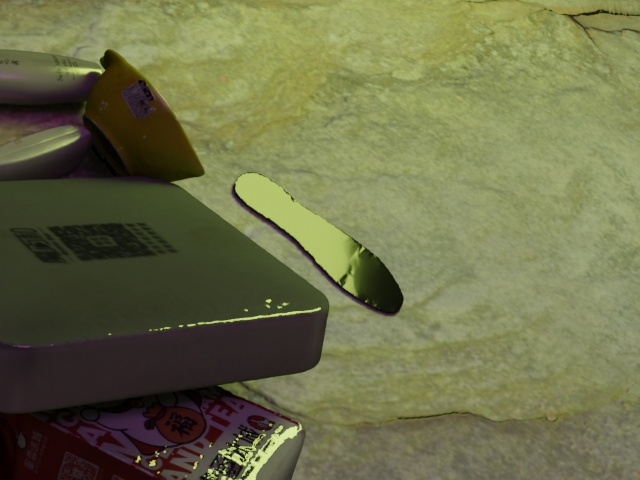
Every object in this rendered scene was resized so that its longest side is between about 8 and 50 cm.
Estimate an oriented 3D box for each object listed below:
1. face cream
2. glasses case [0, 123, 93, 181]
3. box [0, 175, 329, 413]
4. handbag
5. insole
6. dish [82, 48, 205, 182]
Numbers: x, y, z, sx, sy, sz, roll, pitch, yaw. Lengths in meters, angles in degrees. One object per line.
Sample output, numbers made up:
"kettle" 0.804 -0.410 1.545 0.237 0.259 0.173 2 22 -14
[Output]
"face cream" -0.343 -0.189 1.679 0.182 0.051 0.072 -1 55 -32
"glasses case" -0.317 -0.086 1.586 0.041 0.063 0.164 49 44 14
"box" -0.229 0.040 1.409 0.373 0.090 0.367 -5 26 -35
"handbag" -0.184 0.203 1.338 0.298 0.151 0.171 24 30 10
"insole" 0.000 0.000 1.748 0.253 0.005 0.086 39 40 7
"dish" -0.219 -0.127 1.650 0.080 0.149 0.207 -36 61 -16
